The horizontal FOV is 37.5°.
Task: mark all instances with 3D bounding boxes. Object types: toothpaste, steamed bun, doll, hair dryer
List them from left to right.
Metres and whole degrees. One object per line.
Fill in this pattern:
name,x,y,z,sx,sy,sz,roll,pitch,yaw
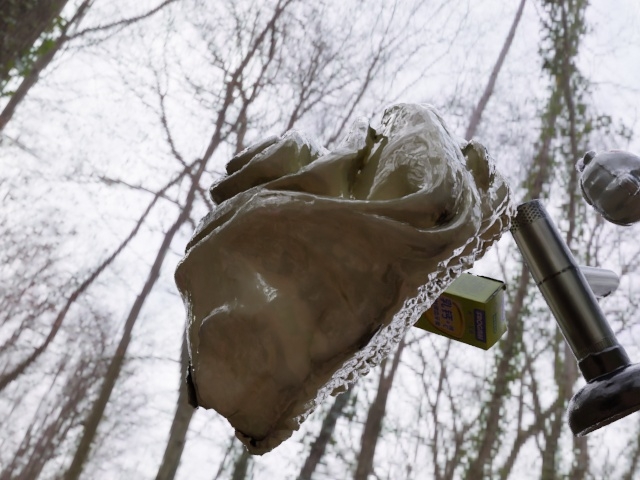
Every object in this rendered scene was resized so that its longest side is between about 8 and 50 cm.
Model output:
steamed bun,0.000,0.000,0.909,0.237,0.394,0.347,44,-34,12
toothpaste,0.187,0.099,1.757,0.327,0.077,0.110,16,-52,35
hair dryer,0.411,0.100,1.328,0.284,0.320,0.155,5,-34,-38
doll,0.325,-0.060,1.029,0.102,0.227,0.075,40,-79,5
